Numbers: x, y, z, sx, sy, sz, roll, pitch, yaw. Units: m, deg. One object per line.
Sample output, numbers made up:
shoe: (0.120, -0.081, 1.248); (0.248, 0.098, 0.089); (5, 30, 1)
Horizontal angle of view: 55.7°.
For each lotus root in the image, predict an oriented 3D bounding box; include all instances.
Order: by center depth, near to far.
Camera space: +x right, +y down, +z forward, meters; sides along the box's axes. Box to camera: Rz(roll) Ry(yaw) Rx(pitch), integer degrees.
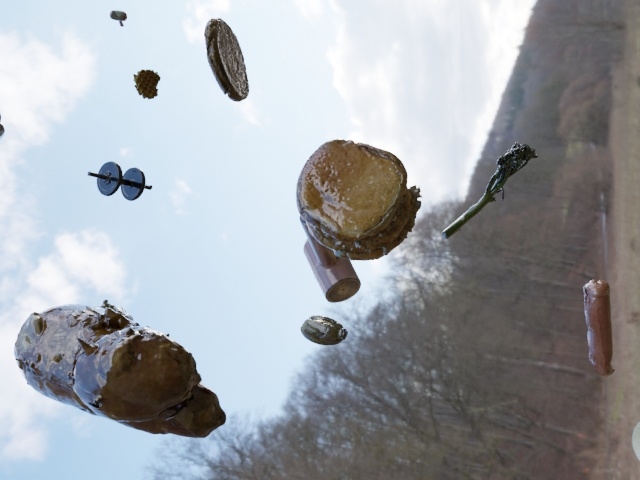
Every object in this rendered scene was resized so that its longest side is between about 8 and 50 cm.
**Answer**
lotus root: (0.009, 0.170, 1.128); (0.054, 0.099, 0.049); (-28, -60, -53)

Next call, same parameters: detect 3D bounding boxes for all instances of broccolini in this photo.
broccolini: (0.357, -0.104, 1.304); (0.271, 0.062, 0.123); (-48, -35, 13)

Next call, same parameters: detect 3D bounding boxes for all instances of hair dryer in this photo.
hair dryer: (0.000, 0.000, 1.537); (0.344, 0.107, 0.189); (67, 177, -53)

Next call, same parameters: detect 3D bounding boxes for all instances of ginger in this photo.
ginger: (-0.368, 0.199, 1.013); (0.176, 0.419, 0.254); (-60, -27, -27)

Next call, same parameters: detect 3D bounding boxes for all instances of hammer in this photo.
hammer: (-0.628, -0.691, 1.894); (0.083, 0.053, 0.031); (142, 135, -78)

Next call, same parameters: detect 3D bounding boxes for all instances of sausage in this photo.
sausage: (0.412, 0.133, 0.891); (0.036, 0.042, 0.157); (-127, 22, -72)

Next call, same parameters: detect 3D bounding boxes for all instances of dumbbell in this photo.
dumbbell: (-0.385, -0.114, 1.169); (0.147, 0.069, 0.069); (12, -100, -56)

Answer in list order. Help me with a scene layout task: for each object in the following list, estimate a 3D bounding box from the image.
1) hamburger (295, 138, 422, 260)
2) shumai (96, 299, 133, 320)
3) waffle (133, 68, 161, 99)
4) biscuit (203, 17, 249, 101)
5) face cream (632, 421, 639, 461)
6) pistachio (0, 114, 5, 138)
hamburger: (0.086, -0.077, 1.264); (0.211, 0.261, 0.245); (72, -178, -65)
shumai: (-0.532, 0.233, 1.447); (0.184, 0.142, 0.184); (14, -90, -82)
waffle: (-0.473, -0.429, 1.661); (0.078, 0.016, 0.085); (-4, -93, -34)
biscuit: (-0.243, -0.467, 1.572); (0.226, 0.042, 0.225); (-12, -90, -76)
face cream: (0.434, 0.274, 0.717); (0.224, 0.070, 0.114); (41, -141, -41)
pistachio: (-0.851, -0.248, 1.426); (0.153, 0.238, 0.137); (-2, -107, -68)
